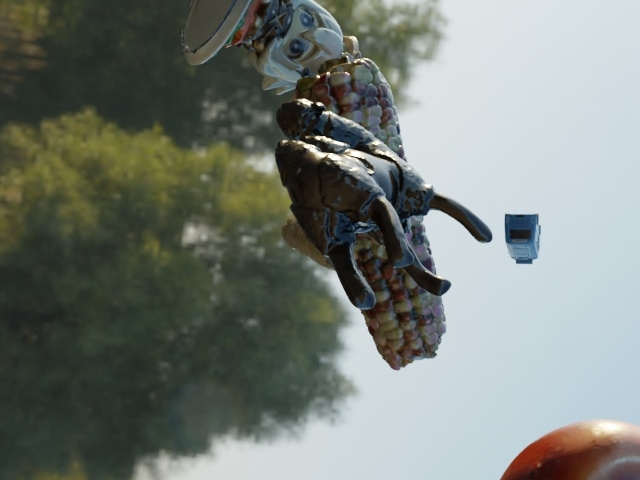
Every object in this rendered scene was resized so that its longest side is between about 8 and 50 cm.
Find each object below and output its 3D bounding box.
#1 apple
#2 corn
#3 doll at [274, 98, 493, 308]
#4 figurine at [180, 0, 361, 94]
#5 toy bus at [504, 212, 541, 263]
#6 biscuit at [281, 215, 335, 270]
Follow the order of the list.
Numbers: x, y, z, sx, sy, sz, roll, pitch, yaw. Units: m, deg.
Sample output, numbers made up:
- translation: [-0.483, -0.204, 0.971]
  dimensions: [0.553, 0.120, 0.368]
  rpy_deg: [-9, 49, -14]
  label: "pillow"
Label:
- translation: [0.198, 0.207, 1.041]
  dimensions: [0.139, 0.163, 0.163]
  rpy_deg: [123, -25, -56]
  label: "apple"
- translation: [0.050, -0.027, 1.304]
  dimensions: [0.092, 0.092, 0.280]
  rpy_deg: [-163, -126, -83]
  label: "corn"
- translation: [0.022, -0.032, 0.912]
  dimensions: [0.139, 0.165, 0.057]
  rpy_deg: [-4, 136, -56]
  label: "doll"
- translation: [-0.036, -0.190, 1.359]
  dimensions: [0.132, 0.154, 0.132]
  rpy_deg: [-43, -148, 36]
  label: "figurine"
- translation: [0.232, -0.004, 1.691]
  dimensions: [0.083, 0.038, 0.046]
  rpy_deg: [54, 38, -70]
  label: "toy bus"
- translation: [0.000, 0.000, 1.950]
  dimensions: [0.219, 0.061, 0.055]
  rpy_deg: [-145, -132, -71]
  label: "biscuit"
